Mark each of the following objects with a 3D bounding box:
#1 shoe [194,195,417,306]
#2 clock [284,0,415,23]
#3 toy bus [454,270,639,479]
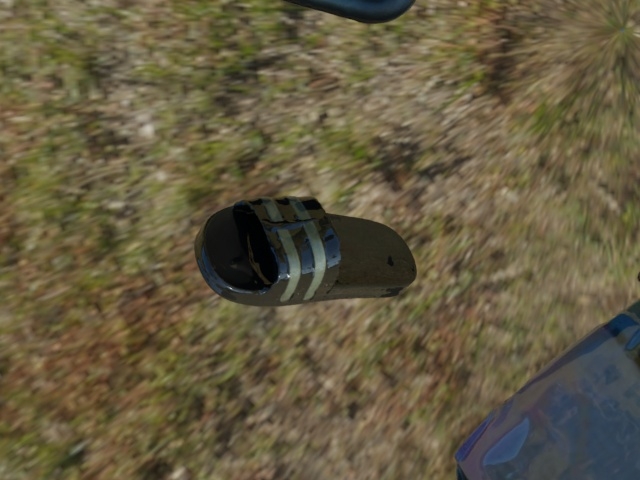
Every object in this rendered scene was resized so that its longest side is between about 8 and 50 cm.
[{"bbox_3d":[0.000,0.000,1.245,0.049,0.179,0.071,-45,56,38],"label":"shoe"},{"bbox_3d":[-0.052,-0.266,1.060,0.273,0.049,0.279,16,127,4],"label":"clock"},{"bbox_3d":[0.207,0.198,0.850,0.162,0.386,0.171,-37,129,2],"label":"toy bus"}]
